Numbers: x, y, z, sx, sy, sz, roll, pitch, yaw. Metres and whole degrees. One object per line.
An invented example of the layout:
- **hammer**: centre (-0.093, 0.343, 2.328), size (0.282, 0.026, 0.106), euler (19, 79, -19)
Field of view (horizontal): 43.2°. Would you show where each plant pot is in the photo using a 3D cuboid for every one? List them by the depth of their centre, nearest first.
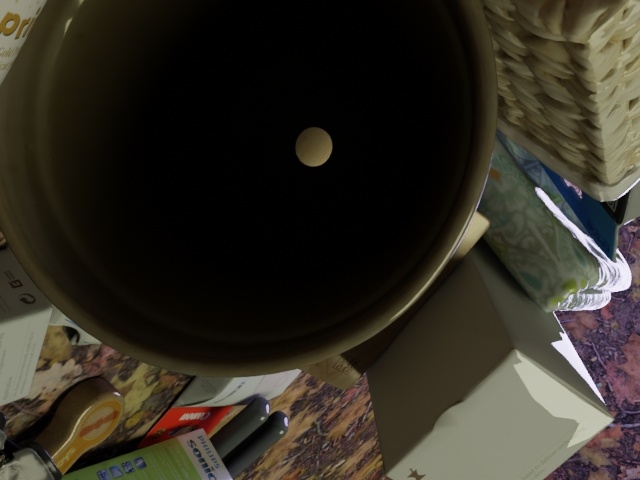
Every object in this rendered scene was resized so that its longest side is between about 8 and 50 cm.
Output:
- **plant pot**: centre (-0.031, -0.082, 0.606), size (0.323, 0.323, 0.280), euler (-51, 171, 10)

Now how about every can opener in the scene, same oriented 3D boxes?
- **can opener**: centre (-0.158, 0.330, 1.247), size (0.280, 0.074, 0.093), euler (-43, -162, 28)

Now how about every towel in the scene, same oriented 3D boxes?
- **towel**: centre (0.260, -0.055, 1.047), size (0.090, 0.320, 0.374), euler (-44, 158, 20)

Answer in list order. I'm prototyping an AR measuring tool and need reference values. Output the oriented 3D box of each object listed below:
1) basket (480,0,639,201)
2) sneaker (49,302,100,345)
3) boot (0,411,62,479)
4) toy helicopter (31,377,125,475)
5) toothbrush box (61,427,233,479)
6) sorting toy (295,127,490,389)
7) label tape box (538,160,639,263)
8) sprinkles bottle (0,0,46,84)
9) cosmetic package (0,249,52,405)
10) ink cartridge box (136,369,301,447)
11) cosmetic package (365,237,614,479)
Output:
- **basket**: centre (0.198, -0.269, 0.618), size (0.331, 0.328, 0.266), euler (-48, 152, 5)
- **sneaker**: centre (-0.212, 0.075, 0.811), size (0.083, 0.071, 0.191), euler (-41, 148, 4)
- **boot**: centre (-0.393, 0.208, 0.664), size (0.338, 0.118, 0.222), euler (49, 61, -47)
- **toy helicopter**: centre (-0.354, 0.282, 0.863), size (0.355, 0.140, 0.235), euler (-48, 149, -22)
- **toothbrush box**: centre (-0.230, 0.395, 1.073), size (0.122, 0.206, 0.283), euler (-46, 159, 27)
- **sorting toy**: centre (0.000, 0.000, 0.872), size (0.255, 0.089, 0.257), euler (30, 107, -27)
- **label tape box**: centre (0.342, -0.183, 0.906), size (0.115, 0.249, 0.347), euler (-14, 137, -6)
- **sprinkles bottle**: centre (-0.180, -0.170, 0.403), size (0.355, 0.121, 0.121), euler (-53, 155, 16)
- **cosmetic package**: centre (-0.333, 0.094, 0.612), size (0.231, 0.085, 0.117), euler (-15, 141, -46)
- **ink cartridge box**: centre (-0.131, 0.230, 1.183), size (0.232, 0.066, 0.189), euler (-54, 155, 6)
- **cosmetic package**: centre (0.160, 0.114, 0.945), size (0.155, 0.365, 0.197), euler (33, 113, -22)
